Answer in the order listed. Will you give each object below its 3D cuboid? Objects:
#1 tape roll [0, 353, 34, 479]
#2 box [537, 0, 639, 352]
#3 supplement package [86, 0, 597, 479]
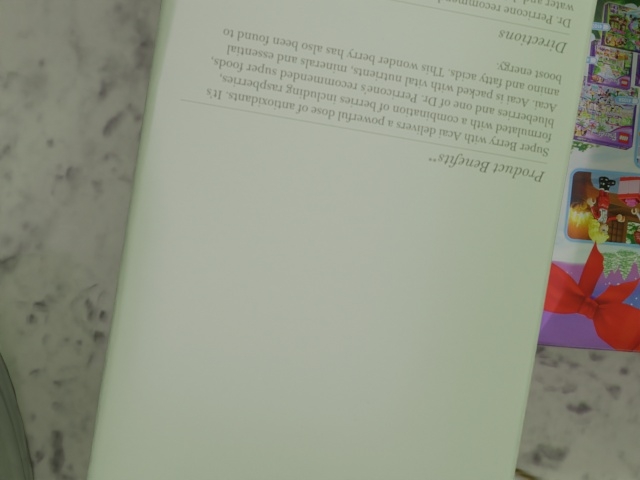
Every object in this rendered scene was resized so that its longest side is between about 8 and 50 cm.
[{"bbox_3d":[-0.194,0.165,0.403,0.100,0.286,0.286,-7,94,-5],"label":"tape roll"},{"bbox_3d":[0.256,-0.033,0.542,0.293,0.057,0.201,5,93,-6],"label":"box"},{"bbox_3d":[0.000,0.000,0.463,0.177,0.175,0.293,10,92,-7],"label":"supplement package"}]
